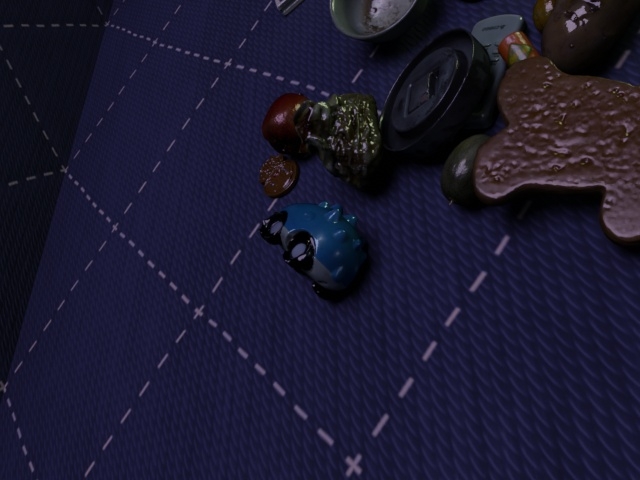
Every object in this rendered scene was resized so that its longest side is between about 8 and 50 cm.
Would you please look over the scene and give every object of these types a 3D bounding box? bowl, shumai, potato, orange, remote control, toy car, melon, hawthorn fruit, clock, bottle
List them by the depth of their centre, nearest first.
[{"bbox_3d":[0.547,-0.455,1.291,0.165,0.165,0.262,17,78,47],"label":"potato"},{"bbox_3d":[0.312,-0.141,1.328,0.114,0.114,0.167,24,78,48],"label":"melon"},{"bbox_3d":[0.452,-0.359,1.360,0.069,0.069,0.187,-37,64,19],"label":"bottle"},{"bbox_3d":[0.508,-0.496,1.407,0.085,0.085,0.095,-2,74,42],"label":"orange"},{"bbox_3d":[0.000,0.000,1.469,0.190,0.188,0.255,-46,39,-3],"label":"toy car"},{"bbox_3d":[0.378,-0.392,1.476,0.140,0.056,0.296,10,72,44],"label":"remote control"},{"bbox_3d":[0.255,-0.334,1.477,0.319,0.066,0.319,-43,31,34],"label":"clock"},{"bbox_3d":[0.033,-0.243,1.532,0.189,0.218,0.256,126,147,-47],"label":"shumai"},{"bbox_3d":[0.181,-0.657,1.743,0.289,0.146,0.289,-7,77,32],"label":"bowl"},{"bbox_3d":[-0.074,-0.332,1.775,0.169,0.169,0.188,4,64,44],"label":"hawthorn fruit"},{"bbox_3d":[-0.043,-0.900,2.196,0.277,0.055,0.103,-35,44,20],"label":"remote control"}]

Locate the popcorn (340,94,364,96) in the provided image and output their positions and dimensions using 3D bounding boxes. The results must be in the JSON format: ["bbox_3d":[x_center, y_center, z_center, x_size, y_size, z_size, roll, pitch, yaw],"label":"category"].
[{"bbox_3d":[0.089,-0.340,1.690,0.097,0.089,0.109,-32,43,-30],"label":"popcorn"}]

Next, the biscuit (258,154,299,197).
[{"bbox_3d":[-0.125,-0.188,1.825,0.124,0.026,0.175,-50,42,4],"label":"biscuit"}]

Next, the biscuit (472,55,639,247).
[{"bbox_3d":[0.489,-0.168,1.168,0.394,0.076,0.368,11,73,33],"label":"biscuit"}]
